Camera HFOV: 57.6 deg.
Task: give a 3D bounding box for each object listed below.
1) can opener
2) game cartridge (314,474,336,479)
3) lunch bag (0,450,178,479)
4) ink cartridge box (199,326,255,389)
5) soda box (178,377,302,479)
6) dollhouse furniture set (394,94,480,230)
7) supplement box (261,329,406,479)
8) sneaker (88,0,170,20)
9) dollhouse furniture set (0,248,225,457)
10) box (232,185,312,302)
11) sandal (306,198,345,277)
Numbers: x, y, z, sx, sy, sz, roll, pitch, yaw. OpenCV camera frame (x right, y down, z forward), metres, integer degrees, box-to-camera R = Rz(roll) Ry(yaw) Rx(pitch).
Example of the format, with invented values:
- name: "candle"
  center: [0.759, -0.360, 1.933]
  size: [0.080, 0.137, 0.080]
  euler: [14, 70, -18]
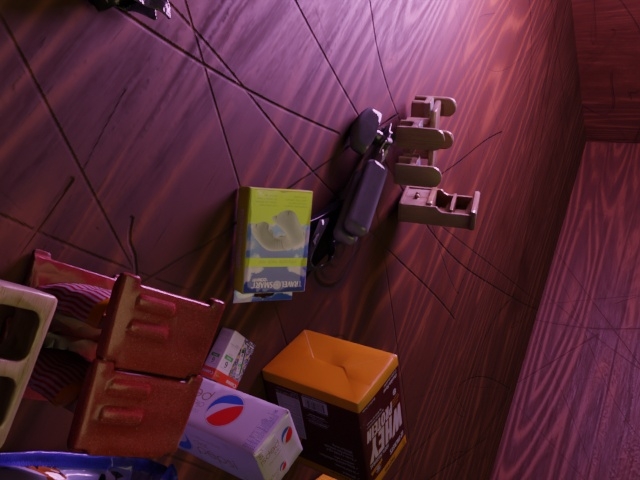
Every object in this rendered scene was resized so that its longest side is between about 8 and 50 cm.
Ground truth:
- name: "can opener"
  center: [0.073, -0.119, 1.060]
  size: [0.093, 0.074, 0.280]
  euler: [27, 55, -16]
- name: "game cartridge"
  center: [-0.073, 0.614, 1.047]
  size: [0.323, 0.052, 0.285]
  euler: [-6, 102, -53]
- name: "lunch bag"
  center: [-0.287, 0.378, 0.527]
  size: [0.385, 0.239, 0.328]
  euler: [44, 60, -68]
- name: "ink cartridge box"
  center: [-0.144, 0.194, 0.863]
  size: [0.063, 0.029, 0.115]
  euler: [51, 56, -49]
- name: "soda box"
  center: [-0.132, 0.226, 0.720]
  size: [0.069, 0.216, 0.074]
  euler: [-45, 132, -39]
- name: "dollhouse furniture set"
  center: [0.253, -0.159, 1.207]
  size: [0.212, 0.161, 0.242]
  euler: [-58, 151, -56]
- name: "supplement box"
  center: [0.027, 0.286, 0.993]
  size: [0.129, 0.191, 0.194]
  euler: [-38, 128, -45]
- name: "sneaker"
  center: [-0.232, -0.283, 0.603]
  size: [0.170, 0.051, 0.089]
  euler: [-21, 110, -56]
- name: "dollhouse furniture set"
  center: [-0.290, 0.068, 0.481]
  size: [0.374, 0.201, 0.152]
  euler: [27, 75, -48]
- name: "box"
  center: [-0.074, 0.010, 0.882]
  size: [0.109, 0.042, 0.178]
  euler: [0, 98, -31]
- name: "sandal"
  center: [0.000, -0.001, 1.009]
  size: [0.254, 0.054, 0.097]
  euler: [-44, 132, -42]
